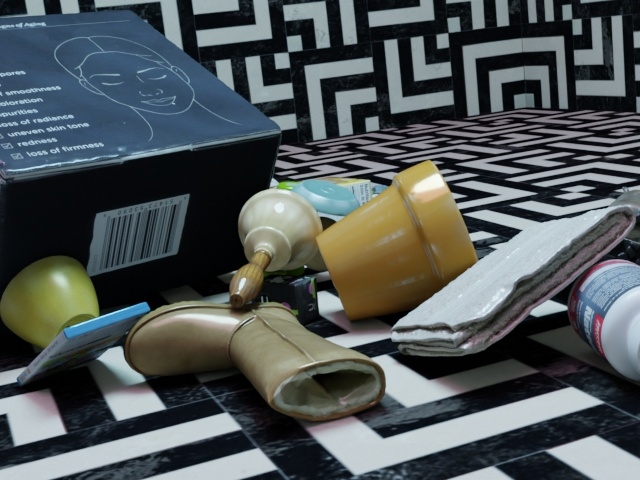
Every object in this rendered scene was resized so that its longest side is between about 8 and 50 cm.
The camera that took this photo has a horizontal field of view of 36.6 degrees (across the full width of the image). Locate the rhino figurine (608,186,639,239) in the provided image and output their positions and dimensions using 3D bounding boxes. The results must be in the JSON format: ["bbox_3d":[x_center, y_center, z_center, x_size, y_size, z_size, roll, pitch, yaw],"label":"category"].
[{"bbox_3d":[0.550,-0.052,1.665,0.106,0.073,0.243,1,13,20],"label":"rhino figurine"}]

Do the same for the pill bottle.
[{"bbox_3d":[0.342,0.090,1.031,0.108,0.108,0.180,-7,12,-2],"label":"pill bottle"}]

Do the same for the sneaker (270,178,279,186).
[{"bbox_3d":[-0.179,-0.083,2.136,0.292,0.110,0.118,-17,25,-39],"label":"sneaker"}]

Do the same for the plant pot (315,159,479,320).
[{"bbox_3d":[0.102,0.018,1.336,0.188,0.205,0.205,-22,12,1],"label":"plant pot"}]

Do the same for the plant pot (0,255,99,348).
[{"bbox_3d":[-0.363,0.102,1.347,0.134,0.134,0.095,-16,43,-38],"label":"plant pot"}]

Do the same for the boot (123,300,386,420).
[{"bbox_3d":[-0.087,0.135,1.103,0.236,0.089,0.269,-11,14,-19],"label":"boot"}]

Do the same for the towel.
[{"bbox_3d":[0.222,0.047,1.151,0.282,0.049,0.187,-34,8,-23],"label":"towel"}]

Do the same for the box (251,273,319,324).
[{"bbox_3d":[-0.051,0.084,1.373,0.083,0.062,0.052,2,13,36],"label":"box"}]

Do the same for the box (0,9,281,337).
[{"bbox_3d":[-0.407,-0.142,1.570,0.480,0.297,0.472,-15,45,-39],"label":"box"}]

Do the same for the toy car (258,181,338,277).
[{"bbox_3d":[0.000,0.000,1.558,0.188,0.155,0.149,9,17,20],"label":"toy car"}]

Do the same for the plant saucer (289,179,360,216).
[{"bbox_3d":[0.010,-0.071,1.528,0.119,0.021,0.119,13,21,-5],"label":"plant saucer"}]

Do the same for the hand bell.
[{"bbox_3d":[-0.082,0.029,1.287,0.126,0.126,0.242,-3,21,14],"label":"hand bell"}]

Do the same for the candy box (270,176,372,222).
[{"bbox_3d":[-0.077,-0.058,1.876,0.317,0.087,0.183,-12,11,-23],"label":"candy box"}]

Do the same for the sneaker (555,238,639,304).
[{"bbox_3d":[0.437,0.049,1.260,0.283,0.107,0.124,-1,-3,12],"label":"sneaker"}]

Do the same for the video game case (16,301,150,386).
[{"bbox_3d":[-0.298,0.130,1.207,0.119,0.015,0.166,-19,-14,-43],"label":"video game case"}]

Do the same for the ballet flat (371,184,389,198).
[{"bbox_3d":[0.146,-0.077,2.024,0.070,0.070,0.188,-16,12,-38],"label":"ballet flat"}]
